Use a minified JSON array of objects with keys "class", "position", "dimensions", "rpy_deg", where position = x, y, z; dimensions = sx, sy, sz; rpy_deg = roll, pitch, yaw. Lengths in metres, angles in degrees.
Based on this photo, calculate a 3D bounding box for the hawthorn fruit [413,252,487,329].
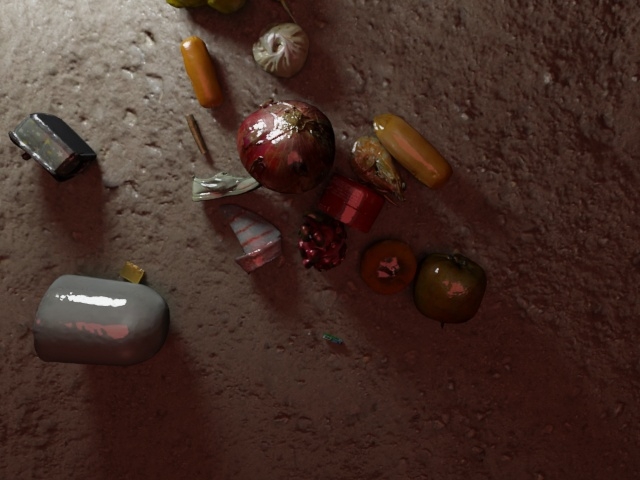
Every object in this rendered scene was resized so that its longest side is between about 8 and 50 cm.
[{"class":"hawthorn fruit","position":[0.482,0.201,1.604],"dimensions":[0.267,0.268,0.301],"rpy_deg":[10,105,-5]}]

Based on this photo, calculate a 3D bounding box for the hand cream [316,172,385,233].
[{"class":"hand cream","position":[0.111,-0.139,1.514],"dimensions":[0.230,0.230,0.150],"rpy_deg":[24,100,-8]}]

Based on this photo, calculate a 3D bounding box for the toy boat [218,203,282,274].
[{"class":"toy boat","position":[-0.275,-0.032,1.602],"dimensions":[0.206,0.096,0.282],"rpy_deg":[-31,91,-2]}]

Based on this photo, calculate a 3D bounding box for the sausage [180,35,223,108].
[{"class":"sausage","position":[-0.412,-0.579,1.447],"dimensions":[0.097,0.098,0.239],"rpy_deg":[-17,106,1]}]

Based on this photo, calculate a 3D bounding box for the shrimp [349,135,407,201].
[{"class":"shrimp","position":[0.223,-0.256,1.551],"dimensions":[0.154,0.062,0.294],"rpy_deg":[-38,83,0]}]

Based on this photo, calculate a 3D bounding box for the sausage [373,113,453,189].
[{"class":"sausage","position":[0.333,-0.335,1.531],"dimensions":[0.353,0.116,0.134],"rpy_deg":[40,78,-10]}]

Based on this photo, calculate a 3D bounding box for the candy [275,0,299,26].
[{"class":"candy","position":[-0.113,-0.794,1.437],"dimensions":[0.194,0.062,0.058],"rpy_deg":[55,51,-21]}]

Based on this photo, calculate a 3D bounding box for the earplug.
[{"class":"earplug","position":[-0.766,0.302,1.536],"dimensions":[0.393,0.313,0.313],"rpy_deg":[8,103,-8]}]

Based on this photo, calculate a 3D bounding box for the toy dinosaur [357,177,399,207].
[{"class":"toy dinosaur","position":[0.222,-0.185,1.604],"dimensions":[0.126,0.039,0.162],"rpy_deg":[-15,101,8]}]

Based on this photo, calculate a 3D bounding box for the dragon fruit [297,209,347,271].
[{"class":"dragon fruit","position":[0.007,0.007,1.526],"dimensions":[0.218,0.273,0.198],"rpy_deg":[-42,79,1]}]

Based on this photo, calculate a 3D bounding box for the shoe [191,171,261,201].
[{"class":"shoe","position":[-0.346,-0.207,1.534],"dimensions":[0.274,0.103,0.099],"rpy_deg":[-9,102,0]}]

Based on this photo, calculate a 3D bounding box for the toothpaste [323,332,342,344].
[{"class":"toothpaste","position":[0.051,0.413,1.746],"dimensions":[0.083,0.020,0.017],"rpy_deg":[23,105,-8]}]

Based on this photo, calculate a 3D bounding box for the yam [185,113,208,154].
[{"class":"yam","position":[-0.452,-0.387,1.521],"dimensions":[0.032,0.032,0.146],"rpy_deg":[-21,103,2]}]

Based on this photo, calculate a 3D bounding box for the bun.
[{"class":"bun","position":[-0.137,-0.658,1.424],"dimensions":[0.192,0.128,0.179],"rpy_deg":[17,103,-5]}]

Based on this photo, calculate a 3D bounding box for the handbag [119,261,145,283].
[{"class":"handbag","position":[-0.735,0.127,1.631],"dimensions":[0.083,0.027,0.061],"rpy_deg":[35,101,-9]}]

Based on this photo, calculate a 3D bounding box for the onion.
[{"class":"onion","position":[-0.114,-0.313,1.402],"dimensions":[0.352,0.354,0.354],"rpy_deg":[-1,104,-3]}]

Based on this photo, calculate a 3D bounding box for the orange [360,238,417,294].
[{"class":"orange","position":[0.263,0.104,1.605],"dimensions":[0.223,0.170,0.224],"rpy_deg":[0,100,1]}]

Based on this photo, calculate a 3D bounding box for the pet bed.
[{"class":"pet bed","position":[-0.924,-0.310,1.435],"dimensions":[0.159,0.183,0.211],"rpy_deg":[-42,102,5]}]

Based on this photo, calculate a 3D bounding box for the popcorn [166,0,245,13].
[{"class":"popcorn","position":[-0.375,-0.887,1.269],"dimensions":[0.293,0.292,0.334],"rpy_deg":[-30,141,-29]}]
